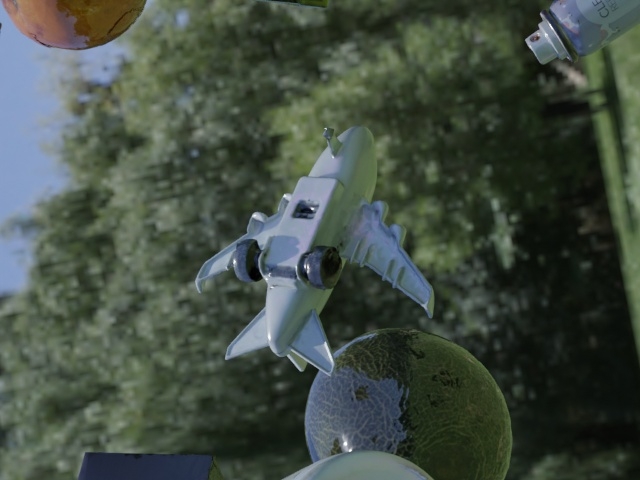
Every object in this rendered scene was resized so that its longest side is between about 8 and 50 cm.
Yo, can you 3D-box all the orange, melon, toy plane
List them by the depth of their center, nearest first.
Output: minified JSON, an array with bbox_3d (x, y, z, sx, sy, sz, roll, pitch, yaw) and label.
[{"bbox_3d":[-0.002,-0.002,1.463,0.101,0.251,0.255,46,-124,-52],"label":"toy plane"},{"bbox_3d":[0.099,0.222,1.900,0.302,0.237,0.237,-149,44,-70],"label":"melon"},{"bbox_3d":[-0.367,-0.395,2.347,0.240,0.240,0.240,-11,-90,-81],"label":"orange"}]

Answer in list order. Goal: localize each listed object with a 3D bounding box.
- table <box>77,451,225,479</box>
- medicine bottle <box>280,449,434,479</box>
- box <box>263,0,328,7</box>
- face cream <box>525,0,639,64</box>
[{"bbox_3d":[-0.199,0.377,1.921,0.193,0.172,0.169,70,-156,-50],"label":"table"},{"bbox_3d":[0.010,0.291,1.457,0.293,0.170,0.170,131,132,-69],"label":"medicine bottle"},{"bbox_3d":[-0.093,-0.352,1.847,0.064,0.220,0.141,-130,47,-73],"label":"box"},{"bbox_3d":[0.329,-0.267,1.732,0.075,0.229,0.075,55,-172,-12],"label":"face cream"}]
